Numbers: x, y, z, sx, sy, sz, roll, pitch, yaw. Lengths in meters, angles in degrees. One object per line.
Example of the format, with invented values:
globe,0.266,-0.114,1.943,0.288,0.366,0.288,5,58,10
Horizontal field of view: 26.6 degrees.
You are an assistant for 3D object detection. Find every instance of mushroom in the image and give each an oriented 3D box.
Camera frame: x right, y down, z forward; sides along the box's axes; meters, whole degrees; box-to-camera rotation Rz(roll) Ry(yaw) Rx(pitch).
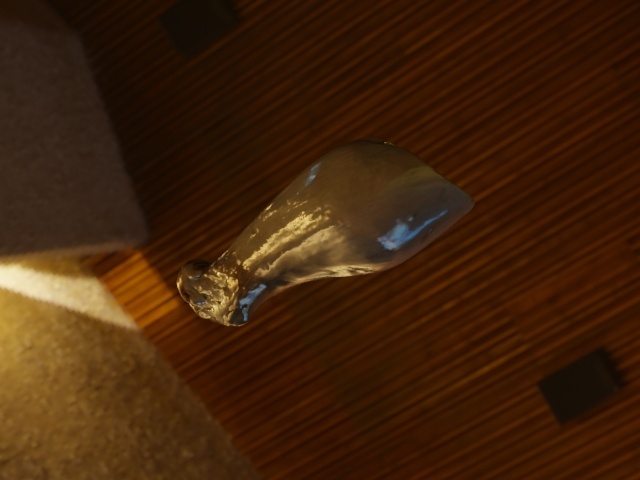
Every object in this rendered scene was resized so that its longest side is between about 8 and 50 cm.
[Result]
mushroom,0.000,0.000,1.002,0.093,0.225,0.116,63,-172,26
